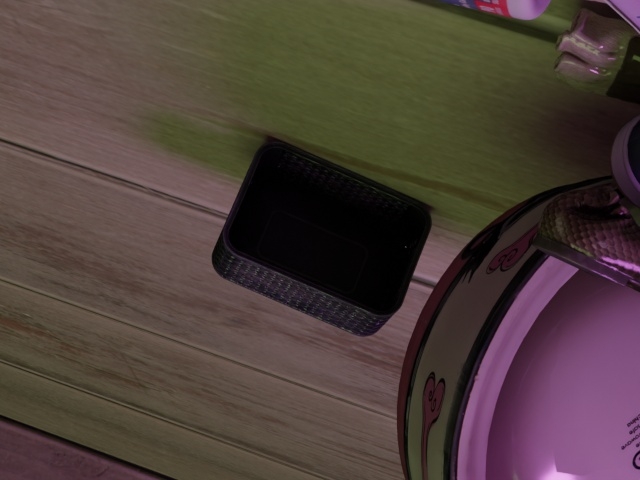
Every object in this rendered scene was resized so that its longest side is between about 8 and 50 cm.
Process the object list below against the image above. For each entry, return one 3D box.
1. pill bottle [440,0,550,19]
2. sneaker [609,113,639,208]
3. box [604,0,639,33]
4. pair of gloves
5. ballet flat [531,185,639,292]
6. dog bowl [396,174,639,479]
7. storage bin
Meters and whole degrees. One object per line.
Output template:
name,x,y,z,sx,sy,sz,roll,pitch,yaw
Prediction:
pill bottle,0.053,-0.199,0.887,0.180,0.108,0.108,16,159,18
sneaker,0.341,-0.025,0.972,0.282,0.099,0.153,19,168,-6
box,0.179,-0.198,0.559,0.213,0.243,0.117,35,157,-31
pair of gloves,0.256,-0.127,0.951,0.204,0.042,0.240,13,166,6
ballet flat,0.252,0.023,1.023,0.250,0.058,0.084,23,180,-23
dog bowl,0.239,0.131,1.167,0.408,0.408,0.150,33,176,-29
storage bin,0.000,0.000,1.431,0.180,0.122,0.084,24,160,-5
